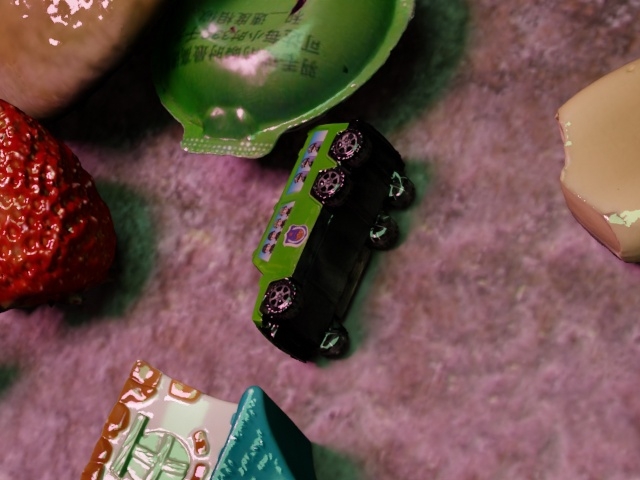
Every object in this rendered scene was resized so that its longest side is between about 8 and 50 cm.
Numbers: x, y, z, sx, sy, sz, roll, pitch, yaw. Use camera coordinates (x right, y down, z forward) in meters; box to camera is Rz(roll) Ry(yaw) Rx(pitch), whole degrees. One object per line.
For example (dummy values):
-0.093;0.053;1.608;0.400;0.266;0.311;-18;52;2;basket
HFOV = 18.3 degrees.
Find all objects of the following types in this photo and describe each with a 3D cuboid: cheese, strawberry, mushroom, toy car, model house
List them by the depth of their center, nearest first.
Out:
-0.063;0.161;1.256;0.149;0.100;0.127;15;70;25;model house
0.257;-0.101;1.299;0.255;0.050;0.127;-42;55;-6;cheese
0.000;0.000;1.335;0.062;0.071;0.165;8;66;41;toy car
-0.209;-0.024;1.391;0.131;0.131;0.148;-6;88;19;strawberry
-0.168;-0.242;1.426;0.292;0.217;0.212;-43;100;-14;mushroom
-0.012;-0.190;1.429;0.204;0.083;0.320;6;58;30;cheese
